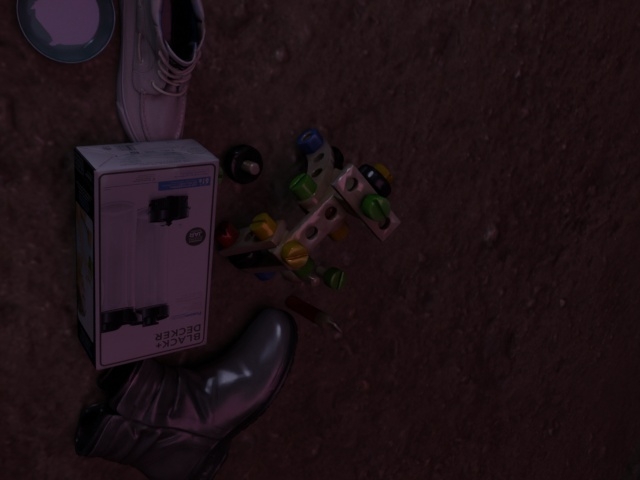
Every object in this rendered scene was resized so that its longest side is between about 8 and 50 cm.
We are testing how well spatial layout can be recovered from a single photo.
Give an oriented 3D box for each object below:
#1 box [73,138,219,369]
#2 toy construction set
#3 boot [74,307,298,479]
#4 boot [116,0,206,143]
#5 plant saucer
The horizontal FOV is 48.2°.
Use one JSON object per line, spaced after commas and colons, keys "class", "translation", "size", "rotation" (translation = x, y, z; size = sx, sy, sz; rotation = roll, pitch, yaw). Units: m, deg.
{"class": "box", "translation": [-0.235, 0.018, 0.964], "size": [0.169, 0.087, 0.290], "rotation": [-9, 121, -33]}
{"class": "toy construction set", "translation": [0.000, 0.000, 1.064], "size": [0.257, 0.237, 0.309], "rotation": [-27, 119, -26]}
{"class": "boot", "translation": [-0.194, 0.211, 1.076], "size": [0.222, 0.118, 0.338], "rotation": [39, 76, -32]}
{"class": "boot", "translation": [-0.203, -0.223, 0.919], "size": [0.095, 0.123, 0.258], "rotation": [-14, 112, -31]}
{"class": "plant saucer", "translation": [-0.316, -0.281, 0.886], "size": [0.119, 0.021, 0.119], "rotation": [-11, 110, -33]}
